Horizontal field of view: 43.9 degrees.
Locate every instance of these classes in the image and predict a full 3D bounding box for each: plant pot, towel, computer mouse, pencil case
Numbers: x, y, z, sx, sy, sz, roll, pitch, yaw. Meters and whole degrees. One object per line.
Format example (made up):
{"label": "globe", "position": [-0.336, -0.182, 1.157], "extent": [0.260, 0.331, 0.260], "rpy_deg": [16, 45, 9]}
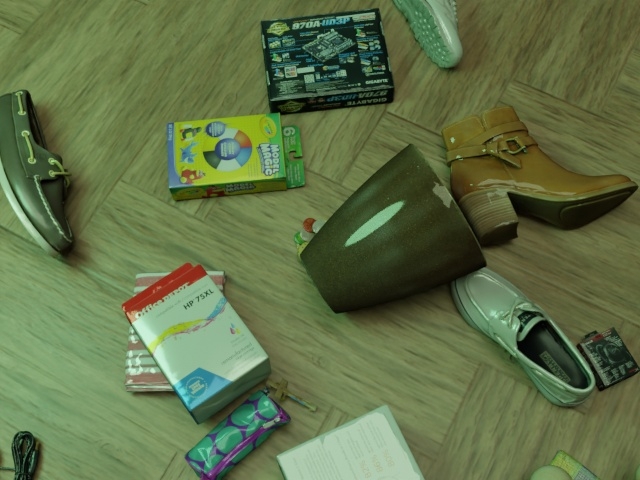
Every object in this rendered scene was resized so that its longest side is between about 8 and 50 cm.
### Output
{"label": "plant pot", "position": [0.093, 0.005, 1.195], "extent": [0.231, 0.215, 0.215], "rpy_deg": [-31, 68, 4]}
{"label": "towel", "position": [-0.221, 0.137, 1.223], "extent": [0.144, 0.029, 0.196], "rpy_deg": [0, 63, 0]}
{"label": "computer mouse", "position": [-0.504, 0.320, 1.135], "extent": [0.193, 0.042, 0.105], "rpy_deg": [4, 67, 2]}
{"label": "towel", "position": [0.359, 0.344, 1.130], "extent": [0.083, 0.009, 0.060], "rpy_deg": [35, 70, 14]}
{"label": "pencil case", "position": [-0.117, 0.281, 1.133], "extent": [0.152, 0.070, 0.064], "rpy_deg": [-40, 113, -14]}

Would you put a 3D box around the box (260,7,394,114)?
{"label": "box", "position": [0.010, -0.317, 1.406], "extent": [0.221, 0.051, 0.175], "rpy_deg": [-7, 66, -2]}

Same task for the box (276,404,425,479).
{"label": "box", "position": [0.042, 0.327, 1.098], "extent": [0.171, 0.091, 0.130], "rpy_deg": [-23, 68, -9]}

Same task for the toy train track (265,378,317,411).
{"label": "toy train track", "position": [-0.045, 0.232, 1.179], "extent": [0.083, 0.048, 0.014], "rpy_deg": [29, 114, 2]}

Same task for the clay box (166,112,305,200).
{"label": "clay box", "position": [-0.142, -0.143, 1.330], "extent": [0.222, 0.053, 0.127], "rpy_deg": [-7, 67, -1]}

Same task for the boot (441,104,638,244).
{"label": "boot", "position": [0.348, -0.122, 1.299], "extent": [0.284, 0.109, 0.220], "rpy_deg": [-16, 63, 2]}

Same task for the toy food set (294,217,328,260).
{"label": "toy food set", "position": [0.000, 0.000, 1.282], "extent": [0.083, 0.020, 0.082], "rpy_deg": [-8, 66, -2]}

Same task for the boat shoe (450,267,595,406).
{"label": "boat shoe", "position": [0.300, 0.132, 1.182], "extent": [0.096, 0.088, 0.267], "rpy_deg": [-32, 70, -12]}

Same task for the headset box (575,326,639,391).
{"label": "headset box", "position": [0.427, 0.174, 1.192], "extent": [0.062, 0.032, 0.083], "rpy_deg": [-23, 67, -10]}

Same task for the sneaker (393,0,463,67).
{"label": "sneaker", "position": [0.210, -0.416, 1.433], "extent": [0.095, 0.090, 0.235], "rpy_deg": [-16, 68, -17]}

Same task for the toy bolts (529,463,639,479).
{"label": "toy bolts", "position": [0.389, 0.366, 1.017], "extent": [0.229, 0.218, 0.158], "rpy_deg": [-5, 79, -9]}

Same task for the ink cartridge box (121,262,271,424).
{"label": "ink cartridge box", "position": [-0.191, 0.132, 1.164], "extent": [0.134, 0.078, 0.231], "rpy_deg": [-34, 67, -15]}

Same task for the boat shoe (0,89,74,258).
{"label": "boat shoe", "position": [-0.467, -0.117, 1.293], "extent": [0.097, 0.116, 0.324], "rpy_deg": [-29, 63, -8]}
